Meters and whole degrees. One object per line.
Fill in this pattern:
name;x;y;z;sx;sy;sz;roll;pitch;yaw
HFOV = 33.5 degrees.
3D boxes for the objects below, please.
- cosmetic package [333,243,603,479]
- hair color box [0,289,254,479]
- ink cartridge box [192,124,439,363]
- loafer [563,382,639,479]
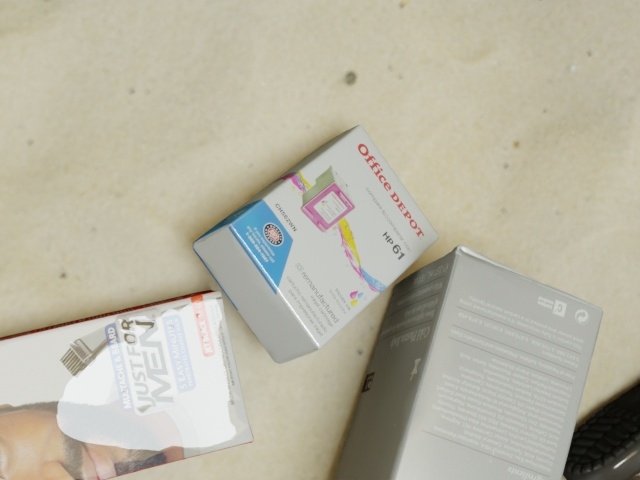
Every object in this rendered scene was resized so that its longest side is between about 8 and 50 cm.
cosmetic package;0.068;0.139;0.612;0.107;0.127;0.238;24;72;-8
hair color box;-0.132;0.091;0.624;0.167;0.053;0.093;-13;91;-12
ink cartridge box;0.000;0.000;0.635;0.122;0.052;0.089;-40;98;-37
loafer;0.259;0.114;0.704;0.220;0.080;0.078;-33;104;-7
